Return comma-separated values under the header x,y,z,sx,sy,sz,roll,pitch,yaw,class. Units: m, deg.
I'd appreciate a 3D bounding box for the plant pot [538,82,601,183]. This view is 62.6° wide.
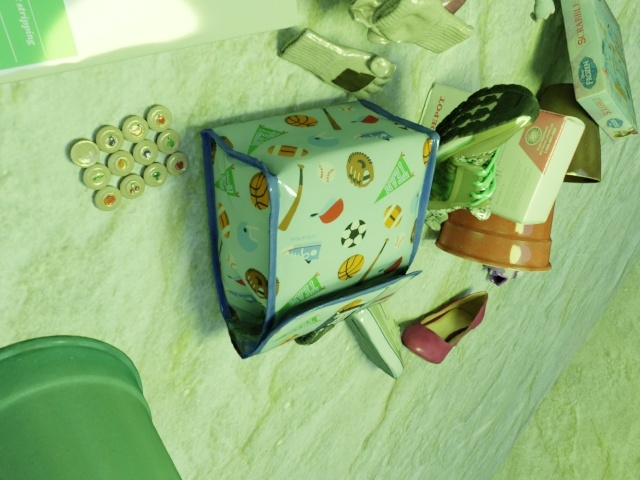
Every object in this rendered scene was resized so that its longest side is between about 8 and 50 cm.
x,y,z,sx,sy,sz,roll,pitch,yaw,class
0.619,-0.275,1.351,0.215,0.215,0.230,4,95,-45,plant pot

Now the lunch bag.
x,y,z,sx,sy,sz,roll,pitch,yaw,class
0.000,0.000,0.873,0.328,0.239,0.385,-17,130,-32,lunch bag

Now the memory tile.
x,y,z,sx,sy,sz,roll,pitch,yaw,class
-0.257,-0.113,0.723,0.148,0.012,0.113,-33,133,-25,memory tile

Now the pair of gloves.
x,y,z,sx,sy,sz,roll,pitch,yaw,class
0.085,-0.292,0.794,0.204,0.240,0.042,9,71,-46,pair of gloves

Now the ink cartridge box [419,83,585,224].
x,y,z,sx,sy,sz,roll,pitch,yaw,class
0.337,-0.178,1.055,0.117,0.283,0.207,-4,116,-47,ink cartridge box

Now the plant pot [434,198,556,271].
x,y,z,sx,sy,sz,roll,pitch,yaw,class
0.429,-0.092,1.229,0.272,0.272,0.265,-3,108,-43,plant pot

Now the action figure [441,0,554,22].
x,y,z,sx,sy,sz,roll,pitch,yaw,class
0.239,-0.469,0.765,0.276,0.370,0.248,22,57,-34,action figure

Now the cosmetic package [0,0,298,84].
x,y,z,sx,sy,sz,roll,pitch,yaw,class
-0.215,-0.299,0.547,0.366,0.155,0.196,-26,127,-30,cosmetic package

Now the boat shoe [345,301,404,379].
x,y,z,sx,sy,sz,roll,pitch,yaw,class
0.148,0.225,1.247,0.094,0.109,0.302,-45,134,-18,boat shoe

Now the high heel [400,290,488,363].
x,y,z,sx,sy,sz,roll,pitch,yaw,class
0.336,0.210,1.393,0.181,0.127,0.377,-59,156,15,high heel

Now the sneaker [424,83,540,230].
x,y,z,sx,sy,sz,roll,pitch,yaw,class
0.261,-0.125,0.932,0.182,0.410,0.158,40,68,-6,sneaker

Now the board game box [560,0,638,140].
x,y,z,sx,sy,sz,roll,pitch,yaw,class
0.675,-0.438,1.270,0.319,0.066,0.317,14,70,-47,board game box

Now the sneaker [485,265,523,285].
x,y,z,sx,sy,sz,roll,pitch,yaw,class
0.527,0.049,1.523,0.105,0.095,0.236,-35,135,-14,sneaker

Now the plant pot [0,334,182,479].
x,y,z,sx,sy,sz,roll,pitch,yaw,class
-0.330,0.357,0.694,0.341,0.334,0.341,-24,129,-34,plant pot

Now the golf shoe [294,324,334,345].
x,y,z,sx,sy,sz,roll,pitch,yaw,class
0.012,0.136,1.100,0.198,0.077,0.094,-47,155,-10,golf shoe
